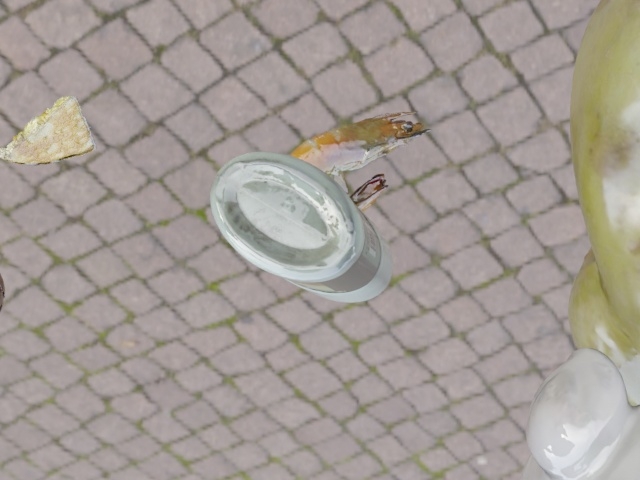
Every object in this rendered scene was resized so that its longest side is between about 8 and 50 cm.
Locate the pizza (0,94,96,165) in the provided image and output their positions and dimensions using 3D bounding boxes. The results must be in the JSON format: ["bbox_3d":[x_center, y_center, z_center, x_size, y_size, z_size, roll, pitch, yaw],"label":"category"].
[{"bbox_3d":[-0.282,-0.124,1.195,0.123,0.026,0.108,-13,150,-45],"label":"pizza"}]

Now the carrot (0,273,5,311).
[{"bbox_3d":[-0.214,-0.006,0.530,0.055,0.055,0.161,-16,137,19],"label":"carrot"}]

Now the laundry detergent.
[{"bbox_3d":[0.000,0.000,0.749,0.099,0.070,0.226,24,178,14],"label":"laundry detergent"}]

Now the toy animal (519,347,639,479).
[{"bbox_3d":[0.201,0.201,0.525,0.208,0.154,0.325,11,130,40],"label":"toy animal"}]

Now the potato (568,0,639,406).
[{"bbox_3d":[0.237,-0.042,0.600,0.202,0.218,0.351,25,127,38],"label":"potato"}]

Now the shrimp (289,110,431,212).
[{"bbox_3d":[0.051,-0.106,1.578,0.249,0.068,0.150,-31,126,-13],"label":"shrimp"}]
